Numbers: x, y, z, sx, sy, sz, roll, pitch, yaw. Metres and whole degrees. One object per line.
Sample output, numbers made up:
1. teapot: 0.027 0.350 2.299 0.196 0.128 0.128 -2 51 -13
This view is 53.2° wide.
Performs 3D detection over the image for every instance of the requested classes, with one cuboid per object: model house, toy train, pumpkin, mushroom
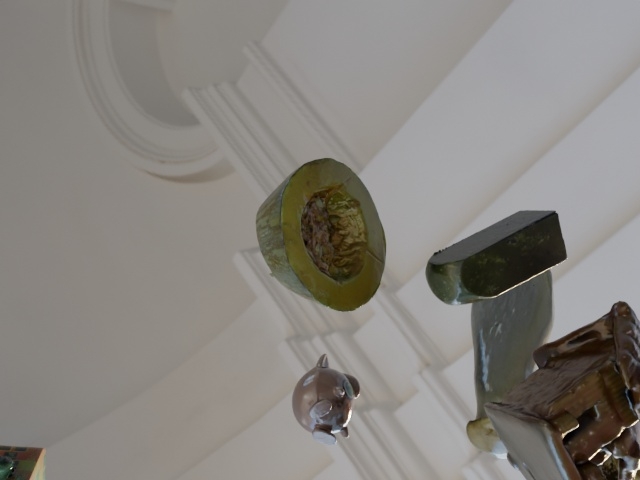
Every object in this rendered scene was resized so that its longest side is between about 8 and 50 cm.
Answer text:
1. model house: 0.349 0.218 0.812 0.199 0.229 0.219 54 173 -9
2. toy train: -0.372 0.326 0.761 0.072 0.188 0.099 8 -161 -7
3. pumpkin: -0.011 -0.002 0.907 0.217 0.110 0.217 19 -113 -51
4. mushroom: 0.319 0.197 1.079 0.122 0.159 0.328 21 -128 -6

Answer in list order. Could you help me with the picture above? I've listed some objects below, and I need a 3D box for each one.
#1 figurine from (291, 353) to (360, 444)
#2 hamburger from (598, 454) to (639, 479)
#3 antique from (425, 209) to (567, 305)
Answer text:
1. figurine: 0.010 0.285 1.140 0.125 0.125 0.138 36 -158 -8
2. hamburger: 0.573 0.449 1.157 0.186 0.113 0.177 36 -173 -11
3. antique: 0.259 0.028 0.954 0.221 0.081 0.080 -24 -77 -25
